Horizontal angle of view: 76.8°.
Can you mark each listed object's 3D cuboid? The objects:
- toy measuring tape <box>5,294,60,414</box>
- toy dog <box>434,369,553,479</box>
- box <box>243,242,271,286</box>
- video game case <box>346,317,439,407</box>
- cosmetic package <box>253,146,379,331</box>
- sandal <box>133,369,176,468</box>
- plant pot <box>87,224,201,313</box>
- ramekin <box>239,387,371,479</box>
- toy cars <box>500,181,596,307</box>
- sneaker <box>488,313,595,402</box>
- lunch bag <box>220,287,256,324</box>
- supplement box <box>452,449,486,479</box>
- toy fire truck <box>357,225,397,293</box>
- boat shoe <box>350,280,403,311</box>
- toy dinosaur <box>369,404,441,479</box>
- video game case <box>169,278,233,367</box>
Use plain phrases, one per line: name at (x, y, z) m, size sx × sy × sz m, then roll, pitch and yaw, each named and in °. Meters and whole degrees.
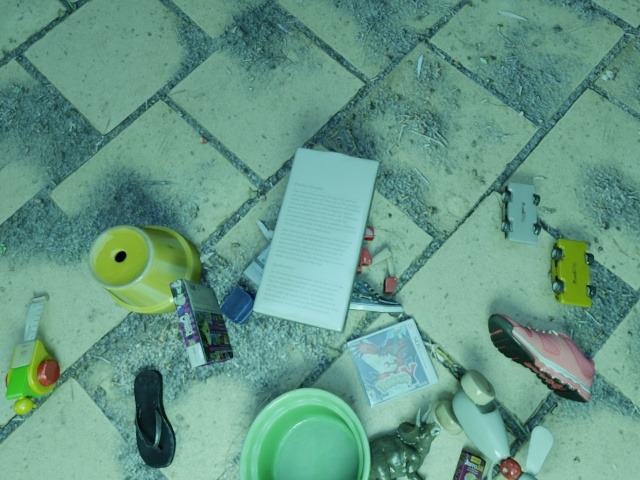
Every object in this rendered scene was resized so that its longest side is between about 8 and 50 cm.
toy measuring tape at (-0.782, 0.316, 1.122) m, size 0.121 × 0.121 × 0.330 m, roll -14°, pitch 53°, yaw -2°
toy dog at (0.434, 0.480, 0.977) m, size 0.161 × 0.220 × 0.333 m, roll 6°, pitch 58°, yaw -43°
box at (-0.107, 0.075, 1.178) m, size 0.145 × 0.038 × 0.186 m, roll 42°, pitch 79°, yaw 11°
video game case at (0.196, 0.334, 1.111) m, size 0.201 × 0.023 × 0.183 m, roll -20°, pitch 76°, yaw -3°
cosmetic package at (0.000, 0.000, 1.086) m, size 0.230 × 0.161 × 0.453 m, roll 12°, pitch 76°, yaw 9°
sandal at (-0.456, 0.478, 1.076) m, size 0.097 × 0.054 × 0.254 m, roll -18°, pitch 76°, yaw -3°
plant pot at (-0.482, 0.066, 1.088) m, size 0.254 × 0.239 × 0.254 m, roll -1°, pitch 75°, yaw 2°
ramekin at (-0.022, 0.524, 0.956) m, size 0.303 × 0.148 × 0.303 m, roll -9°, pitch 51°, yaw 11°
toy cars at (0.630, 0.013, 1.152) m, size 0.176 × 0.087 × 0.393 m, roll -30°, pitch 74°, yaw -11°
sneaker at (0.591, 0.284, 1.082) m, size 0.314 × 0.116 × 0.136 m, roll 40°, pitch 70°, yaw 4°
lunch bag at (-0.223, 0.183, 1.140) m, size 0.067 × 0.065 × 0.098 m, roll 36°, pitch 80°, yaw 25°
supplement box at (0.380, 0.590, 1.030) m, size 0.055 × 0.043 × 0.083 m, roll 21°, pitch 76°, yaw 8°
toy fire truck at (0.156, 0.052, 1.171) m, size 0.135 × 0.047 × 0.192 m, roll 5°, pitch 75°, yaw 3°
boat shoe at (0.143, 0.158, 1.134) m, size 0.183 × 0.065 × 0.083 m, roll 4°, pitch 77°, yaw 4°
toy dinosaur at (0.180, 0.563, 1.023) m, size 0.313 × 0.121 × 0.160 m, roll -29°, pitch 60°, yaw 5°
video game case at (-0.301, 0.216, 1.048) m, size 0.042 × 0.232 × 0.210 m, roll -21°, pitch 77°, yaw -1°
